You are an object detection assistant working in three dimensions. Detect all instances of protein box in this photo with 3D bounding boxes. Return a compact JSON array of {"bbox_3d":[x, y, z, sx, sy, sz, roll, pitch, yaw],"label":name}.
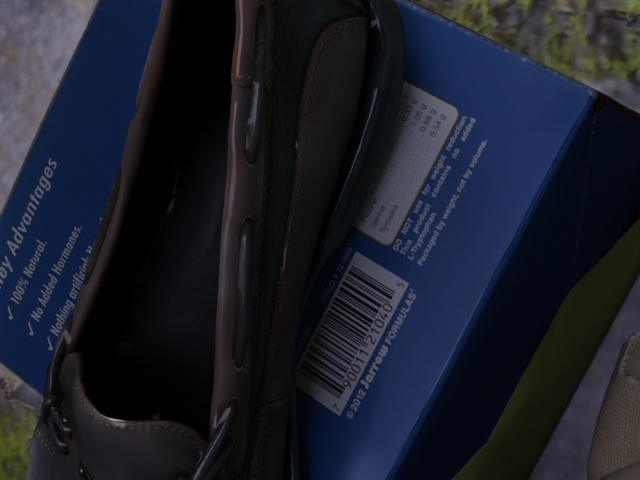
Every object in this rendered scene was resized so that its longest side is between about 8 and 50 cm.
[{"bbox_3d":[0.000,0.000,0.531,0.201,0.136,0.200,32,101,29],"label":"protein box"}]

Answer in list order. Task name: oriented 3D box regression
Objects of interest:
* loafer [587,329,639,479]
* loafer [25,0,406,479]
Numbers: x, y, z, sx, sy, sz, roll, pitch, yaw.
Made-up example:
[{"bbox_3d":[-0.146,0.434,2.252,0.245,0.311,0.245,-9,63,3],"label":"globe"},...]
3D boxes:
[{"bbox_3d":[0.204,0.032,0.429,0.268,0.102,0.092,-21,53,21],"label":"loafer"},{"bbox_3d":[-0.052,0.032,0.428,0.096,0.084,0.267,18,94,29],"label":"loafer"}]
